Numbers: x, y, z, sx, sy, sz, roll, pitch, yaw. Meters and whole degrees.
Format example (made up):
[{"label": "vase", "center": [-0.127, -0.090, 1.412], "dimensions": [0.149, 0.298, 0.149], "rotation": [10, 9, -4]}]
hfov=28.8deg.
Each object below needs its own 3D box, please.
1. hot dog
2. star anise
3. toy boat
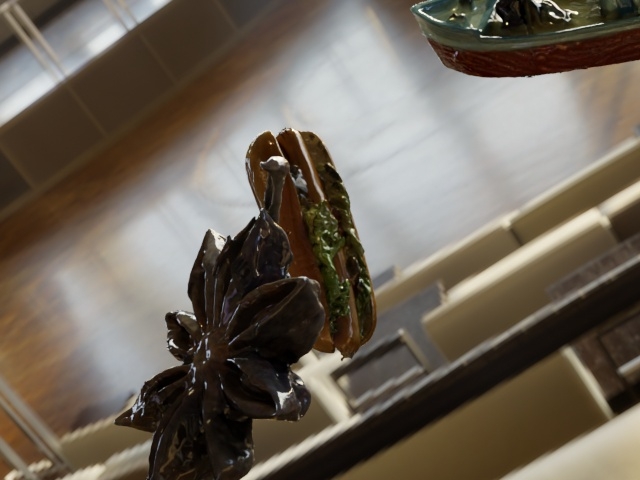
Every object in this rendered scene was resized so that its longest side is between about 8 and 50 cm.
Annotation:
[{"label": "hot dog", "center": [0.000, 0.000, 1.649], "dimensions": [0.135, 0.337, 0.100], "rotation": [2, -26, -44]}, {"label": "star anise", "center": [-0.059, 0.071, 0.885], "dimensions": [0.262, 0.081, 0.230], "rotation": [-67, 23, 0]}, {"label": "toy boat", "center": [0.269, -0.280, 1.474], "dimensions": [0.331, 0.133, 0.145], "rotation": [-5, 31, 24]}]
